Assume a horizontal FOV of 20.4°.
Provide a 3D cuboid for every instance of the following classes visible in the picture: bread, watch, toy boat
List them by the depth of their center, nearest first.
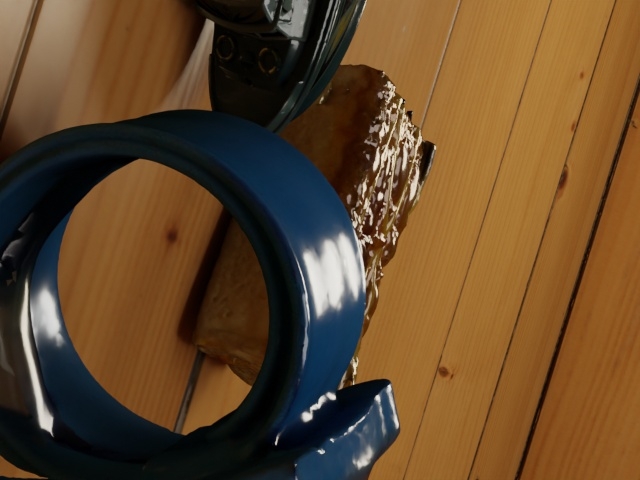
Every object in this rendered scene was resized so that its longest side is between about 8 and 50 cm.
[{"bbox_3d":[-0.123,0.065,1.114,0.241,0.305,0.274,-28,103,-71],"label":"watch"},{"bbox_3d":[-0.023,-0.207,1.314,0.122,0.114,0.296,9,99,-52],"label":"toy boat"},{"bbox_3d":[0.000,0.000,1.557,0.274,0.114,0.185,-70,155,-14],"label":"bread"}]

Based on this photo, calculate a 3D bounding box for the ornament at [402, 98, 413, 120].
[{"bbox_3d":[0.084,-0.085,1.925,0.125,0.028,0.073,86,26,-47],"label":"ornament"}]
